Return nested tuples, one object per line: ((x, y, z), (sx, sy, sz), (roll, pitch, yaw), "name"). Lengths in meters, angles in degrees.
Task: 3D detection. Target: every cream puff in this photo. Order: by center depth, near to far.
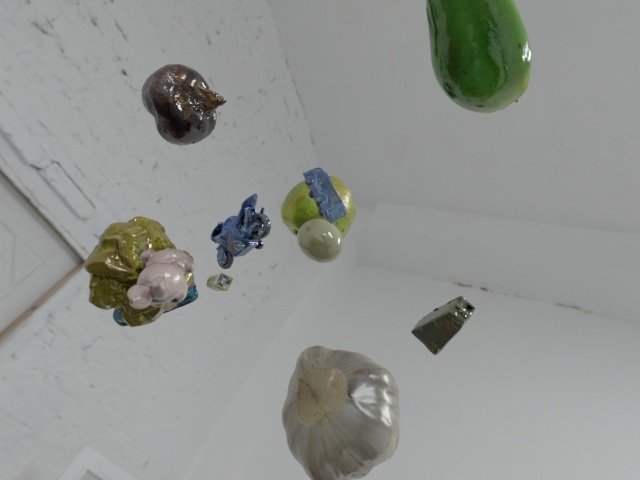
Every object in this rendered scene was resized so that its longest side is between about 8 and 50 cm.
((-0.544, 0.078, 1.260), (0.270, 0.323, 0.274), (8, -34, 24), "cream puff")

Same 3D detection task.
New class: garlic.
((0.053, 0.408, 0.992), (0.318, 0.317, 0.259), (5, -43, 37), "garlic")

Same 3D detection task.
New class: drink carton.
((-0.457, 0.186, 1.826), (0.084, 0.074, 0.200), (29, -21, -23), "drink carton")

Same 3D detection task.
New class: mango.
((0.378, -0.491, 1.019), (0.225, 0.201, 0.382), (-16, -57, 38), "mango")

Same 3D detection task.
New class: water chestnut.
((-0.560, -0.570, 1.736), (0.347, 0.335, 0.335), (6, -42, 23), "water chestnut")

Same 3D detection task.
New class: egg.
((0.000, 0.000, 1.774), (0.242, 0.186, 0.186), (41, -17, 52), "egg")

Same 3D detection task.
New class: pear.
((0.002, -0.152, 2.084), (0.391, 0.391, 0.391), (23, -35, 17), "pear")

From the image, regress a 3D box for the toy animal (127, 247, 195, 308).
((-0.341, 0.100, 0.875), (0.124, 0.212, 0.124), (-3, -66, -6), "toy animal")

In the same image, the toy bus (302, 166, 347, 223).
((0.012, -0.163, 1.454), (0.079, 0.094, 0.236), (74, -8, -49), "toy bus")

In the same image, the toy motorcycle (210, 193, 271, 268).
((-0.200, -0.018, 0.997), (0.205, 0.076, 0.114), (-38, -108, 31), "toy motorcycle")

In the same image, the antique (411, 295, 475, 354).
((0.504, 0.331, 1.645), (0.150, 0.125, 0.284), (42, -39, 12), "antique")

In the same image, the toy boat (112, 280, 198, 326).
((-0.601, 0.201, 1.478), (0.134, 0.299, 0.092), (-128, -157, -48), "toy boat")
